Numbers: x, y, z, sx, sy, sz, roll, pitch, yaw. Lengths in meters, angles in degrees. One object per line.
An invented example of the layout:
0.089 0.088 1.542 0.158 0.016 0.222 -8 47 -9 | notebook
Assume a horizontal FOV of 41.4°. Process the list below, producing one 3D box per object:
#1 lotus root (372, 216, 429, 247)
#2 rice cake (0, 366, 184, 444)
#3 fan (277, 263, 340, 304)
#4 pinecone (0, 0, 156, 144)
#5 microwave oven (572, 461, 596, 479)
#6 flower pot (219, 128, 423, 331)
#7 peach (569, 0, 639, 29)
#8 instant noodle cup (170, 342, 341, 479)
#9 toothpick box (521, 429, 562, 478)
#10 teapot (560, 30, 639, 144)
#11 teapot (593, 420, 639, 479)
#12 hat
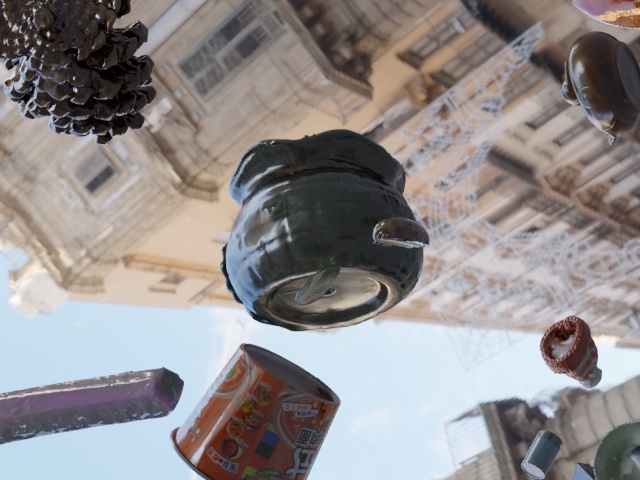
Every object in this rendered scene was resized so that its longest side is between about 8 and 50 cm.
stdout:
0.088 -0.009 0.900 0.083 0.037 0.030 7 -102 -54 | lotus root
-0.367 0.231 1.157 0.072 0.365 0.056 -93 -8 -60 | rice cake
-0.006 0.043 0.864 0.003 0.060 0.080 50 -172 24 | fan
-0.287 -0.207 1.007 0.186 0.212 0.168 21 -128 19 | pinecone
0.538 0.519 1.442 0.178 0.188 0.247 8 -172 -7 | microwave oven
0.000 0.000 1.221 0.302 0.302 0.213 26 -130 -44 | flower pot
0.595 -0.521 1.497 0.289 0.308 0.289 50 179 2 | peach
-0.095 0.302 1.412 0.250 0.192 0.250 30 -178 -1 | instant noodle cup
0.437 0.422 1.669 0.052 0.052 0.083 48 -120 -13 | toothpick box
0.303 -0.163 0.919 0.129 0.078 0.098 51 -131 -26 | teapot
0.456 0.320 1.094 0.251 0.184 0.183 34 -148 -42 | teapot
0.488 0.225 1.592 0.162 0.094 0.112 41 -110 -29 | hat
